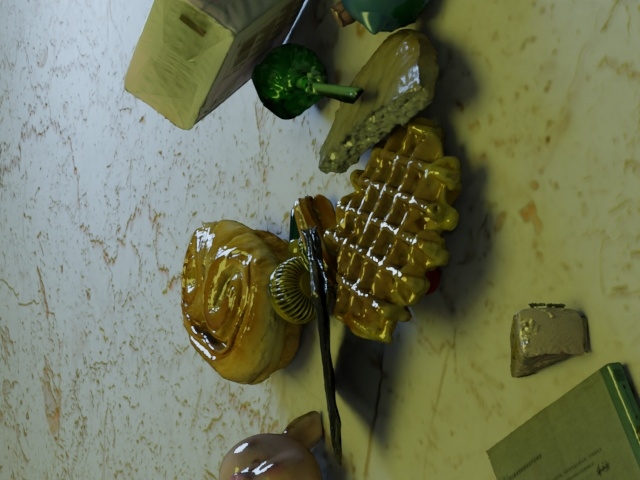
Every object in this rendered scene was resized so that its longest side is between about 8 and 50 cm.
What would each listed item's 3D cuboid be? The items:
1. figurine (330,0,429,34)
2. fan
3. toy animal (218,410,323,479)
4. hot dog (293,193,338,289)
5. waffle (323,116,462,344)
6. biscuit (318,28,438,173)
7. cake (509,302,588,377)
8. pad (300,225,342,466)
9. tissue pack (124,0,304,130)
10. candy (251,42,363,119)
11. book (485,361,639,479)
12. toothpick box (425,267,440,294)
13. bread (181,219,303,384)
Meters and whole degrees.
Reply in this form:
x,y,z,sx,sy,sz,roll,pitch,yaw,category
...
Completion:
x,y,z,sx,sy,sz,roll,pitch,yaw,category
0.048,-0.303,1.433,0.178,0.114,0.144,48,170,7,figurine
-0.021,0.026,1.620,0.039,0.082,0.155,-28,54,51,fan
-0.043,0.342,1.583,0.154,0.166,0.250,59,-172,-49,toy animal
0.000,0.000,1.595,0.041,0.056,0.133,117,139,-55,hot dog
0.070,-0.004,1.391,0.249,0.056,0.253,-36,40,55,waffle
0.064,-0.166,1.445,0.290,0.038,0.141,-36,35,63,biscuit
0.195,0.097,1.234,0.121,0.065,0.052,140,127,-64,cake
0.006,0.119,1.501,0.174,0.022,0.233,-100,2,-62,pad
-0.122,-0.273,1.623,0.124,0.225,0.185,38,135,3,tissue pack
-0.003,-0.182,1.525,0.323,0.097,0.097,-150,63,-69,candy
0.252,0.277,1.161,0.215,0.025,0.283,-48,50,50,book
0.093,0.048,1.429,0.083,0.047,0.047,-34,61,58,toothpick box
-0.105,0.082,1.724,0.236,0.120,0.198,37,121,57,bread
